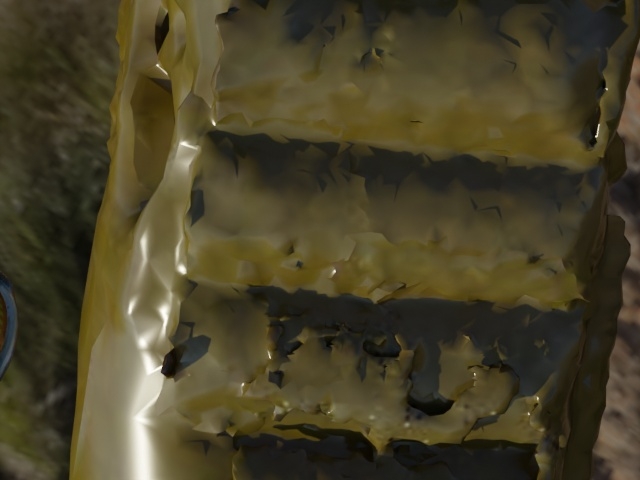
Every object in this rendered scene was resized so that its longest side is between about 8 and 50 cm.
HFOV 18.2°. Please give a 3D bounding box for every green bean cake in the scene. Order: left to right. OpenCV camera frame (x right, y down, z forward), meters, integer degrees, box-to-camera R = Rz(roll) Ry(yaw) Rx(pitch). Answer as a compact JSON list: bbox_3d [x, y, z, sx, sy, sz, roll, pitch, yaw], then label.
[{"bbox_3d":[0.000,0.000,0.565,0.131,0.229,0.224,7,108,-8],"label":"green bean cake"}]

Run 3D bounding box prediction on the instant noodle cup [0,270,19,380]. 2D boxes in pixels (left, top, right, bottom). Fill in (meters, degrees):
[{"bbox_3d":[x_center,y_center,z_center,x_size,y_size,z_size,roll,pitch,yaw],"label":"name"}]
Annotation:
[{"bbox_3d":[-0.292,0.024,1.169,0.168,0.185,0.168,-19,41,18],"label":"instant noodle cup"}]
